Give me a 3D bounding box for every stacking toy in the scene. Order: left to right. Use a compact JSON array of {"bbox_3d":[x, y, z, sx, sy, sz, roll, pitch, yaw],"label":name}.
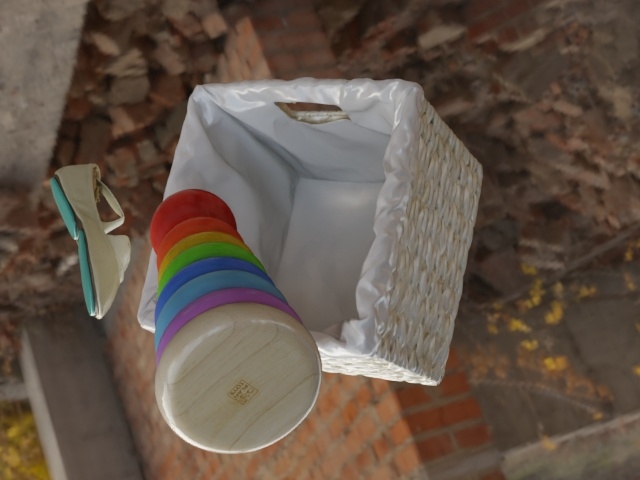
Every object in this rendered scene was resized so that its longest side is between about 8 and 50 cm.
[{"bbox_3d":[-0.104,0.051,1.070,0.141,0.330,0.141,-7,118,-13],"label":"stacking toy"}]

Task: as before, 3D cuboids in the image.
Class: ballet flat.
[{"bbox_3d":[-0.293,-0.007,1.514,0.086,0.248,0.086,-17,146,-12],"label":"ballet flat"}]

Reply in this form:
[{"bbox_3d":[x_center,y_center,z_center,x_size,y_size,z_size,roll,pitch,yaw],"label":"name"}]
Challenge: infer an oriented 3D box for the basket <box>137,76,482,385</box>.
[{"bbox_3d":[0.000,0.000,1.423,0.328,0.331,0.266,3,163,32],"label":"basket"}]
